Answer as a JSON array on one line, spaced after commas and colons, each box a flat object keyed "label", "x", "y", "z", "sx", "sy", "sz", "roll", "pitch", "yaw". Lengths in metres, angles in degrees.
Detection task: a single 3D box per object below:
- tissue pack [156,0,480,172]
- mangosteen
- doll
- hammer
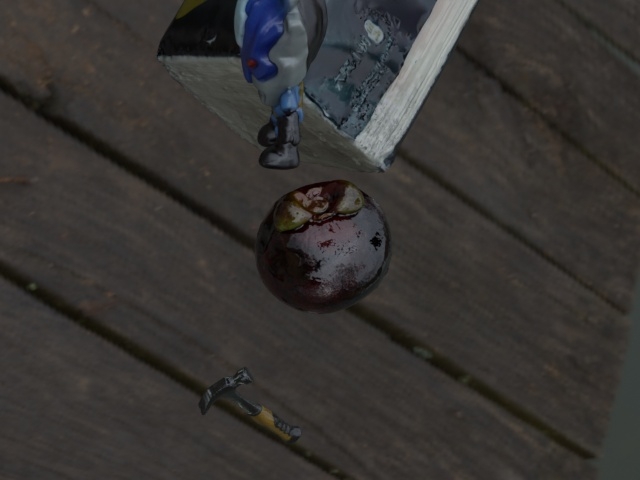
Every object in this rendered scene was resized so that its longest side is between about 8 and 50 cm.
[{"label": "tissue pack", "x": 0.037, "y": -0.317, "z": 1.561, "sx": 0.253, "sy": 0.264, "sz": 0.416, "roll": 40, "pitch": 74, "yaw": -36}, {"label": "mangosteen", "x": 0.000, "y": 0.000, "z": 1.381, "sx": 0.152, "sy": 0.152, "sz": 0.152, "roll": 12, "pitch": 70, "yaw": -35}, {"label": "doll", "x": -0.029, "y": -0.148, "z": 0.979, "sx": 0.070, "sy": 0.195, "sz": 0.096, "roll": -6, "pitch": 37, "yaw": -10}, {"label": "hammer", "x": -0.079, "y": 0.209, "z": 1.586, "sx": 0.201, "sy": 0.078, "sz": 0.021, "roll": 47, "pitch": 16, "yaw": -54}]
